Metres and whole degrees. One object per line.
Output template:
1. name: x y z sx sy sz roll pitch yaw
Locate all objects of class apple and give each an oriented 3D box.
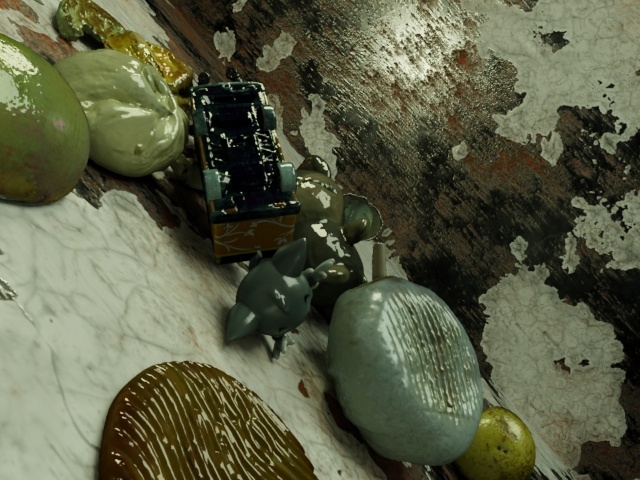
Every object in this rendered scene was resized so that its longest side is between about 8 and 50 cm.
1. apple: -0.367 -0.143 0.612 0.265 0.120 0.193 26 37 -58

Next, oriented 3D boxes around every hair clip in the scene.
1. hair clip: 0.124 0.102 1.101 0.072 0.034 0.226 -83 170 -46

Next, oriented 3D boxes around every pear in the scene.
1. pear: 0.408 0.499 1.241 0.197 0.197 0.197 47 11 -12

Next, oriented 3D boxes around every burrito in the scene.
1. burrito: -0.250 -0.139 1.184 0.082 0.059 0.275 45 10 15

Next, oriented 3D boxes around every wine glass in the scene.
1. wine glass: 0.062 -0.007 1.472 0.156 0.232 0.156 10 57 -15

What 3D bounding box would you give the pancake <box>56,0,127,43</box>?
1. pancake: -0.546 -0.510 1.301 0.197 0.054 0.376 55 11 -7

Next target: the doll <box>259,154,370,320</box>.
1. doll: -0.033 0.013 1.215 0.379 0.252 0.382 88 -15 -55

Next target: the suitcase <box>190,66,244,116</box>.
1. suitcase: -0.239 -0.280 1.300 0.194 0.143 0.235 177 -101 -78

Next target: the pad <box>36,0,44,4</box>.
1. pad: -0.704 -0.593 1.076 0.159 0.009 0.265 50 11 9

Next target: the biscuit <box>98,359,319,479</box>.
1. biscuit: -0.085 0.256 0.541 0.318 0.040 0.318 47 11 -12

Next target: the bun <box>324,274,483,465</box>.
1. bun: 0.143 0.234 0.969 0.362 0.211 0.362 34 43 -39

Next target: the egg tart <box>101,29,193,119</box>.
1. egg tart: -0.395 -0.408 1.283 0.297 0.132 0.297 50 12 -15

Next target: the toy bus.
1. toy bus: -0.150 -0.129 0.980 0.194 0.161 0.324 101 -24 -53

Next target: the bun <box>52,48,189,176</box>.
1. bun: -0.337 -0.233 0.905 0.259 0.160 0.259 44 12 -12

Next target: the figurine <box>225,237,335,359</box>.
1. figurine: -0.068 0.078 0.883 0.140 0.193 0.265 44 0 -19
